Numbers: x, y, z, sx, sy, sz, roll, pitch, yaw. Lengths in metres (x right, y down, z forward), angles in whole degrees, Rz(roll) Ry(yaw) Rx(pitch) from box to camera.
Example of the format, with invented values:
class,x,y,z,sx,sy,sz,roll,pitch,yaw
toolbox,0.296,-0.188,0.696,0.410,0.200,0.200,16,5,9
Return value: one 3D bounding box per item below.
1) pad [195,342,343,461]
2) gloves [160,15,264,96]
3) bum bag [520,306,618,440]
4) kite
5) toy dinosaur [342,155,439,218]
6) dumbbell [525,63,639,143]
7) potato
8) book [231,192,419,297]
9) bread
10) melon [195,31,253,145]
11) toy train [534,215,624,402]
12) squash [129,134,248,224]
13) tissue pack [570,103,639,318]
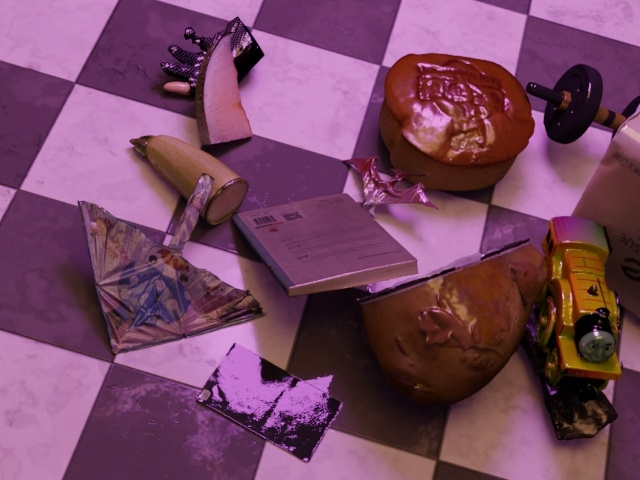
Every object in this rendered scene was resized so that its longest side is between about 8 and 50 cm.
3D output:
class,x,y,z,sx,sy,sz,roll,pitch,yaw
pad,-0.074,0.237,1.696,0.193,0.004,0.116,27,55,9
gloves,-0.194,-0.308,2.021,0.180,0.106,0.129,-34,65,1
bum bag,0.370,0.198,1.767,0.102,0.069,0.248,-17,57,-3
kite,-0.232,0.038,1.753,0.335,0.011,0.314,30,72,-9
toy dinosaur,0.111,-0.088,1.920,0.220,0.032,0.108,33,73,34
dumbbell,0.502,-0.215,2.015,0.325,0.143,0.143,19,52,-18
potato,0.208,0.128,1.709,0.299,0.246,0.196,-20,91,-33
book,0.000,0.000,1.788,0.214,0.025,0.283,-10,28,-16
bread,0.228,-0.209,1.981,0.269,0.148,0.270,7,55,-9
melon,-0.172,-0.253,1.937,0.098,0.182,0.054,-20,17,-29
toy train,0.383,0.100,1.712,0.100,0.161,0.296,7,39,-5
squash,-0.229,-0.115,1.882,0.224,0.094,0.094,34,56,23
tissue pack,0.608,-0.002,1.790,0.405,0.332,0.205,38,54,17
